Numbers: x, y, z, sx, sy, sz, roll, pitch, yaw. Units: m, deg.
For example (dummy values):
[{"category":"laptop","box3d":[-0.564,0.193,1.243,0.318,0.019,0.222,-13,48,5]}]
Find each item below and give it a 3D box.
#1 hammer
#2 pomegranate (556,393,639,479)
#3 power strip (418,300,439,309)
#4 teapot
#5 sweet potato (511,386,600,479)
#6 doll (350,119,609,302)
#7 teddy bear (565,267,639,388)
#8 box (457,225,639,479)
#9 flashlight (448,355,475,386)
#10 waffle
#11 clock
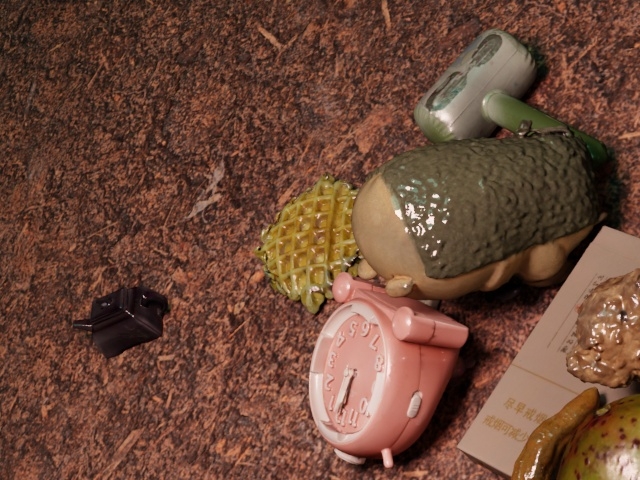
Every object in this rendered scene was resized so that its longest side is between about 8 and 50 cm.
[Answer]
[{"category":"hammer","box3d":[0.304,-0.179,2.158,0.206,0.119,0.335,-49,47,-5]},{"category":"pomegranate","box3d":[0.378,0.312,1.615,0.231,0.231,0.286,-21,67,25]},{"category":"power strip","box3d":[0.143,0.066,2.133,0.081,0.035,0.192,-3,55,37]},{"category":"teapot","box3d":[-0.338,0.123,2.435,0.177,0.096,0.087,-22,45,24]},{"category":"sweet potato","box3d":[0.282,0.249,1.773,0.054,0.053,0.182,22,74,51]},{"category":"doll","box3d":[0.221,-0.029,1.965,0.349,0.247,0.247,-20,38,-16]},{"category":"teddy bear","box3d":[0.455,0.071,1.687,0.296,0.222,0.246,-51,18,42]},{"category":"box","box3d":[0.353,0.162,1.864,0.204,0.051,0.365,24,74,46]},{"category":"flashlight","box3d":[0.168,0.164,2.032,0.052,0.031,0.110,-52,41,-7]},{"category":"waffle","box3d":[0.000,0.000,2.290,0.214,0.054,0.208,-45,44,-4]},{"category":"clock","box3d":[0.086,0.192,1.988,0.227,0.142,0.241,27,100,59]}]
